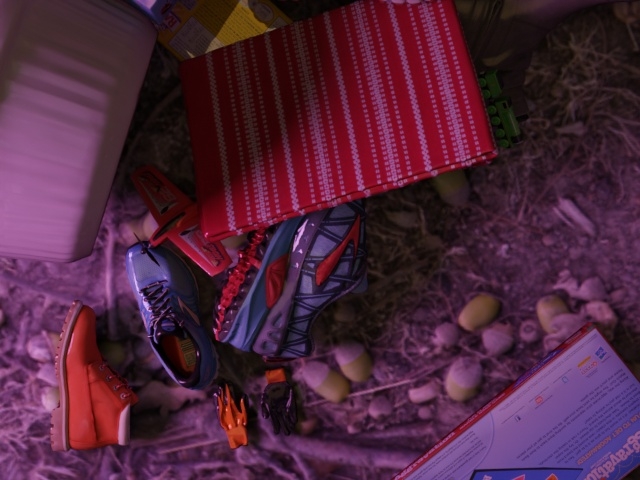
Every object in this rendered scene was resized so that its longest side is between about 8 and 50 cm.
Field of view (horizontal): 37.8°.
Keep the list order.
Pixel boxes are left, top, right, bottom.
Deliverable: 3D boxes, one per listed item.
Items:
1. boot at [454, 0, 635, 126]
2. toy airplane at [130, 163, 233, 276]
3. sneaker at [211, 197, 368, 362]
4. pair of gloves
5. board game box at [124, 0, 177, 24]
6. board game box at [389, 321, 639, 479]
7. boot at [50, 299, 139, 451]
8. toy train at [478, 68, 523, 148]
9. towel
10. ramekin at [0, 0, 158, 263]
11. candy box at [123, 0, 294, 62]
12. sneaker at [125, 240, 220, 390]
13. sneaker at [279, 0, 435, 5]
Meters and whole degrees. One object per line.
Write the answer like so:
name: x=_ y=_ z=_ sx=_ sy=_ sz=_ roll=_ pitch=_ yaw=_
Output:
boot: x=0.197 y=-0.193 z=0.917 sx=0.246 sy=0.083 sz=0.161 roll=-2 pitch=105 yaw=2
toy airplane: x=-0.118 y=-0.036 z=0.925 sx=0.151 sy=0.028 sz=0.151 roll=-4 pitch=68 yaw=10
sneaker: x=0.000 y=0.000 z=0.925 sx=0.125 sy=0.104 sz=0.262 roll=28 pitch=96 yaw=-22
pair of gloves: x=-0.067 y=0.172 z=0.967 sx=0.083 sy=0.010 sz=0.074 roll=-14 pitch=93 yaw=-2
board game box: x=-0.138 y=-0.311 z=0.787 sx=0.160 sy=0.039 sz=0.211 roll=35 pitch=85 yaw=7
board game box: x=0.214 y=0.228 z=0.965 sx=0.281 sy=0.027 sz=0.145 roll=-39 pitch=92 yaw=3
boot: x=-0.225 y=0.136 z=0.944 sx=0.085 sy=0.059 sz=0.158 roll=3 pitch=103 yaw=-4
toy train: x=0.173 y=-0.125 z=0.893 sx=0.024 sy=0.017 sz=0.083 roll=-9 pitch=119 yaw=33
towel: x=0.005 y=-0.118 z=0.850 sx=0.275 sy=0.031 sz=0.199 roll=-16 pitch=67 yaw=10
ramekin: x=-0.233 y=-0.104 z=0.825 sx=0.127 sy=0.273 sz=0.273 roll=16 pitch=94 yaw=-12
candy box: x=-0.100 y=-0.212 z=0.927 sx=0.206 sy=0.027 sz=0.105 roll=42 pitch=93 yaw=-3
sneaker: x=-0.146 y=0.074 z=0.927 sx=0.063 sy=0.073 sz=0.162 roll=-26 pitch=90 yaw=2
sneaker: x=0.042 y=-0.264 z=0.821 sx=0.225 sy=0.092 sz=0.088 roll=-4 pitch=63 yaw=0
